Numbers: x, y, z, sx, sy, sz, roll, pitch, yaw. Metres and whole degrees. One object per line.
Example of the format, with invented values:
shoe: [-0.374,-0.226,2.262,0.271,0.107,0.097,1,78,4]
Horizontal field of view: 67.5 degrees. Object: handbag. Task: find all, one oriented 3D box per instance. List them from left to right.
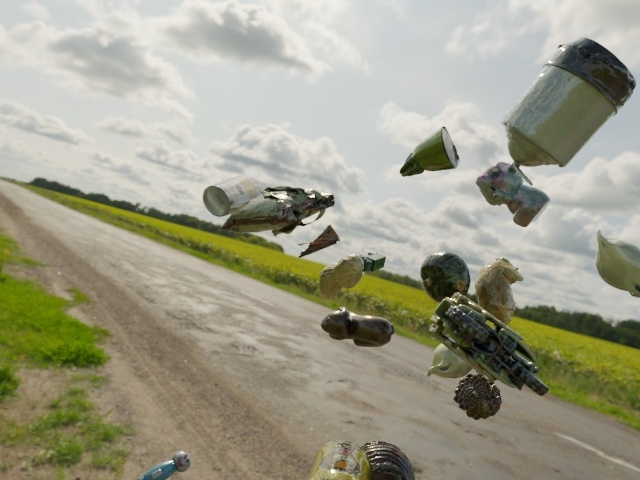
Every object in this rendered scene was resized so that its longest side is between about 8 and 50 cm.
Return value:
handbag: [-0.112,-0.075,1.242,0.235,0.127,0.213,2,22,36]

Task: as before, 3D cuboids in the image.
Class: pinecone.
pinecone: [0.683,0.680,2.056,0.186,0.168,0.212,-21,-57,24]

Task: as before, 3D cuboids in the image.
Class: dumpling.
dumpling: [0.519,0.479,1.916,0.258,0.147,0.193,-21,-14,-28]
dumpling: [0.836,0.069,1.327,0.124,0.228,0.151,-30,-16,24]

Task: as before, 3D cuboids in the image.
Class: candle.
candle: [0.606,-0.321,1.234,0.221,0.342,0.221,34,19,-14]

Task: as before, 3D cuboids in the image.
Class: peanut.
peanut: [0.051,0.096,1.280,0.082,0.082,0.187,17,-31,-31]

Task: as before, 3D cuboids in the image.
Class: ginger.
ginger: [0.636,0.183,1.727,0.152,0.267,0.138,0,-19,41]

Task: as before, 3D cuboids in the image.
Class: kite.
kite: [0.000,0.000,1.665,0.183,0.014,0.241,-7,-24,-31]

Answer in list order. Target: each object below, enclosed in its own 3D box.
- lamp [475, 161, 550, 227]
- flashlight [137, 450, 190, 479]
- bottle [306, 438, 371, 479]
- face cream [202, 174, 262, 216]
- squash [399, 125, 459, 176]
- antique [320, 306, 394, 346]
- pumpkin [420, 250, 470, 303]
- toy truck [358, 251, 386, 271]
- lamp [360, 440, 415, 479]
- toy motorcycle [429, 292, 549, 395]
lamp: [0.844,-0.228,2.085,0.247,0.247,0.301,-25,59,-41]
flashlight: [-0.380,0.564,1.171,0.129,0.051,0.051,-19,20,-35]
bottle: [0.039,0.649,1.202,0.172,0.171,0.351,15,1,8]
face cream: [-0.245,-0.131,1.379,0.073,0.107,0.269,-26,5,17]
squash: [0.252,-0.201,1.150,0.132,0.105,0.105,-18,-21,32]
antique: [0.130,0.309,1.697,0.257,0.121,0.143,14,-14,7]
pumpkin: [0.428,0.130,1.645,0.146,0.190,0.190,-34,27,-28]
toy truck: [0.226,0.100,2.188,0.079,0.065,0.147,24,23,34]
lamp: [0.181,0.760,1.508,0.247,0.246,0.247,15,-2,1]
toy motorcycle: [0.486,0.303,1.398,0.410,0.168,0.237,40,-3,-21]
